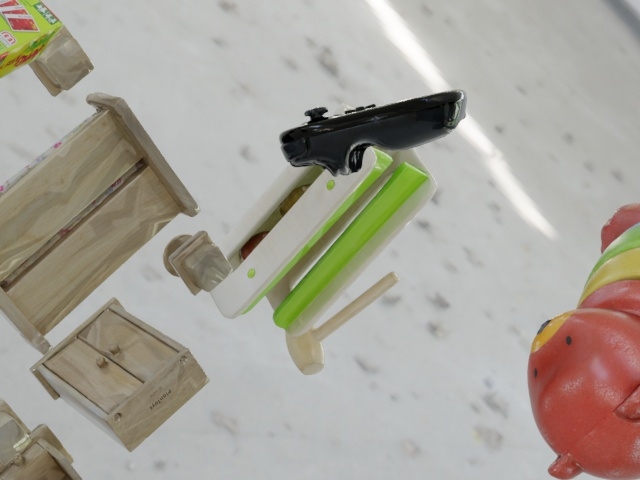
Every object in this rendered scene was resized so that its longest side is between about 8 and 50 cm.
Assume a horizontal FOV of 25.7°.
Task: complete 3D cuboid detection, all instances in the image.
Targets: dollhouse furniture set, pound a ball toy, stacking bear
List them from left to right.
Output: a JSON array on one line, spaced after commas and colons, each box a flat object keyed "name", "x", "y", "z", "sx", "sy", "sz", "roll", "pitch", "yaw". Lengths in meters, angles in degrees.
[{"name": "dollhouse furniture set", "x": -0.277, "y": 0.027, "z": 1.284, "sx": 0.174, "sy": 0.303, "sz": 0.355, "roll": 22, "pitch": -31, "yaw": 53}, {"name": "pound a ball toy", "x": 0.000, "y": 0.000, "z": 1.696, "sx": 0.208, "sy": 0.319, "sz": 0.135, "roll": 20, "pitch": 30, "yaw": -45}, {"name": "stacking bear", "x": 0.243, "y": 0.065, "z": 0.989, "sx": 0.164, "sy": 0.175, "sz": 0.289, "roll": 49, "pitch": 42, "yaw": 5}]

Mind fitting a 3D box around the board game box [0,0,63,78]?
[{"name": "board game box", "x": -0.278, "y": -0.191, "z": 0.983, "sx": 0.181, "sy": 0.043, "sz": 0.092, "roll": 46, "pitch": 35, "yaw": -1}]

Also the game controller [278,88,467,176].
[{"name": "game controller", "x": 0.054, "y": -0.107, "z": 1.319, "sx": 0.319, "sy": 0.167, "sz": 0.067, "roll": -48, "pitch": 116, "yaw": -84}]
